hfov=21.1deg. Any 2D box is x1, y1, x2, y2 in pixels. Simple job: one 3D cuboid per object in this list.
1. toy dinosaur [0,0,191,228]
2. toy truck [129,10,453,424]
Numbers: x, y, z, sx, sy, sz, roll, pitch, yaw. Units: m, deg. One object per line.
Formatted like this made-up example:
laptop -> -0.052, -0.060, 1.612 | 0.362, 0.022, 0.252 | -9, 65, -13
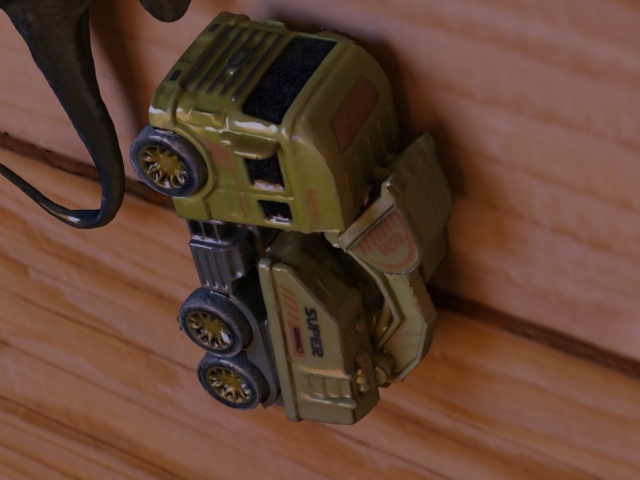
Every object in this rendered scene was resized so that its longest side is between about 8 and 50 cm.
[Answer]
toy dinosaur -> -0.127, -0.147, 0.746 | 0.147, 0.076, 0.363 | 29, 142, 51
toy truck -> 0.000, 0.000, 0.747 | 0.116, 0.085, 0.191 | 10, 133, 25
